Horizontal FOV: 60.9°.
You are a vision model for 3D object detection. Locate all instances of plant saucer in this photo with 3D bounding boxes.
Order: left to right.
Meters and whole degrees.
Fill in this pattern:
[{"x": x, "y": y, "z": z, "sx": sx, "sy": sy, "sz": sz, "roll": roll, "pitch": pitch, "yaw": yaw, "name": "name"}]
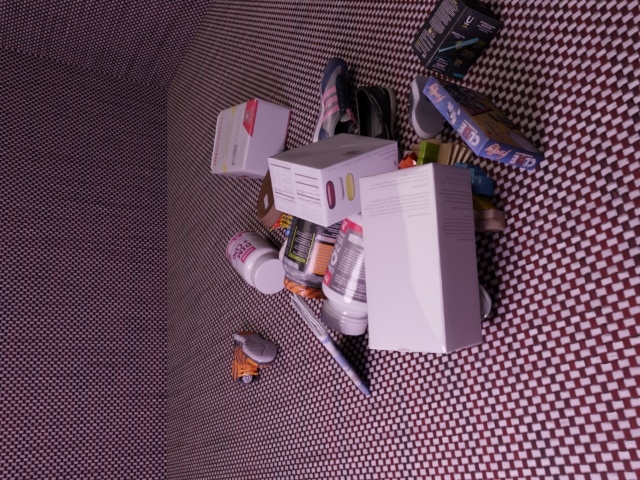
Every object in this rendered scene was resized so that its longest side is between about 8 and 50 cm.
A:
[{"x": -0.164, "y": -0.181, "z": 1.948, "sx": 0.278, "sy": 0.041, "sz": 0.277, "roll": -45, "pitch": 36, "yaw": 47, "name": "plant saucer"}]

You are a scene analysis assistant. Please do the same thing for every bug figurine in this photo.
[{"x": -0.109, "y": -0.115, "z": 1.919, "sx": 0.216, "sy": 0.072, "sz": 0.279, "roll": -70, "pitch": 23, "yaw": 5, "name": "bug figurine"}]

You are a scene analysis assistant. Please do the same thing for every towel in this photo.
[{"x": 0.028, "y": 0.280, "z": 1.472, "sx": 0.034, "sy": 0.285, "sz": 0.209, "roll": -38, "pitch": 36, "yaw": -5, "name": "towel"}]

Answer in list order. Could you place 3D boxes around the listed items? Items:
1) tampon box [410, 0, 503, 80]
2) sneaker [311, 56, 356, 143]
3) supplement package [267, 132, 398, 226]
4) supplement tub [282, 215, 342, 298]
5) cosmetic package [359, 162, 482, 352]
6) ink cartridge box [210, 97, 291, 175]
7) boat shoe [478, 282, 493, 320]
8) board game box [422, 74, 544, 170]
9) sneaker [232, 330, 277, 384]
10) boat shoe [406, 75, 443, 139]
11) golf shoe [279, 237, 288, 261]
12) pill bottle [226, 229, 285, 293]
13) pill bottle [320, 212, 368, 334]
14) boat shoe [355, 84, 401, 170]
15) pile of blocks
[{"x": 0.314, "y": -0.480, "z": 1.271, "sx": 0.161, "sy": 0.120, "sz": 0.101, "roll": -53, "pitch": 42, "yaw": 38, "name": "tampon box"}, {"x": 0.066, "y": -0.415, "z": 1.705, "sx": 0.131, "sy": 0.112, "sz": 0.319, "roll": 10, "pitch": 95, "yaw": 42, "name": "sneaker"}, {"x": 0.038, "y": -0.162, "z": 1.376, "sx": 0.204, "sy": 0.262, "sz": 0.145, "roll": 21, "pitch": 127, "yaw": 45, "name": "supplement package"}, {"x": 0.000, "y": 0.000, "z": 1.608, "sx": 0.193, "sy": 0.194, "sz": 0.316, "roll": 35, "pitch": 112, "yaw": 56, "name": "supplement tub"}, {"x": 0.204, "y": 0.038, "z": 1.129, "sx": 0.197, "sy": 0.155, "sz": 0.365, "roll": -4, "pitch": 88, "yaw": 44, "name": "cosmetic package"}, {"x": -0.293, "y": -0.399, "z": 2.213, "sx": 0.385, "sy": 0.160, "sz": 0.279, "roll": 11, "pitch": 92, "yaw": 59, "name": "ink cartridge box"}, {"x": 0.271, "y": 0.093, "z": 1.240, "sx": 0.302, "sy": 0.091, "sz": 0.114, "roll": 32, "pitch": 107, "yaw": 42, "name": "boat shoe"}, {"x": 0.336, "y": -0.249, "z": 1.141, "sx": 0.042, "sy": 0.165, "sz": 0.243, "roll": -59, "pitch": 37, "yaw": 33, "name": "board game box"}, {"x": -0.244, "y": 0.455, "z": 2.002, "sx": 0.321, "sy": 0.125, "sz": 0.180, "roll": -166, "pitch": 80, "yaw": -70, "name": "sneaker"}, {"x": 0.248, "y": -0.319, "z": 1.362, "sx": 0.076, "sy": 0.080, "sz": 0.228, "roll": 119, "pitch": 157, "yaw": -48, "name": "boat shoe"}, {"x": -0.026, "y": -0.016, "z": 1.761, "sx": 0.140, "sy": 0.115, "sz": 0.306, "roll": 48, "pitch": 129, "yaw": 35, "name": "golf shoe"}, {"x": -0.228, "y": 0.079, "z": 1.999, "sx": 0.283, "sy": 0.160, "sz": 0.160, "roll": 35, "pitch": 113, "yaw": 55, "name": "pill bottle"}, {"x": 0.106, "y": 0.079, "z": 1.432, "sx": 0.176, "sy": 0.176, "sz": 0.318, "roll": 39, "pitch": 116, "yaw": 55, "name": "pill bottle"}, {"x": 0.145, "y": -0.276, "z": 1.509, "sx": 0.127, "sy": 0.113, "sz": 0.340, "roll": -11, "pitch": 74, "yaw": 56, "name": "boat shoe"}, {"x": 0.286, "y": -0.147, "z": 1.250, "sx": 0.362, "sy": 0.113, "sz": 0.149, "roll": 55, "pitch": 129, "yaw": 48, "name": "pile of blocks"}]
